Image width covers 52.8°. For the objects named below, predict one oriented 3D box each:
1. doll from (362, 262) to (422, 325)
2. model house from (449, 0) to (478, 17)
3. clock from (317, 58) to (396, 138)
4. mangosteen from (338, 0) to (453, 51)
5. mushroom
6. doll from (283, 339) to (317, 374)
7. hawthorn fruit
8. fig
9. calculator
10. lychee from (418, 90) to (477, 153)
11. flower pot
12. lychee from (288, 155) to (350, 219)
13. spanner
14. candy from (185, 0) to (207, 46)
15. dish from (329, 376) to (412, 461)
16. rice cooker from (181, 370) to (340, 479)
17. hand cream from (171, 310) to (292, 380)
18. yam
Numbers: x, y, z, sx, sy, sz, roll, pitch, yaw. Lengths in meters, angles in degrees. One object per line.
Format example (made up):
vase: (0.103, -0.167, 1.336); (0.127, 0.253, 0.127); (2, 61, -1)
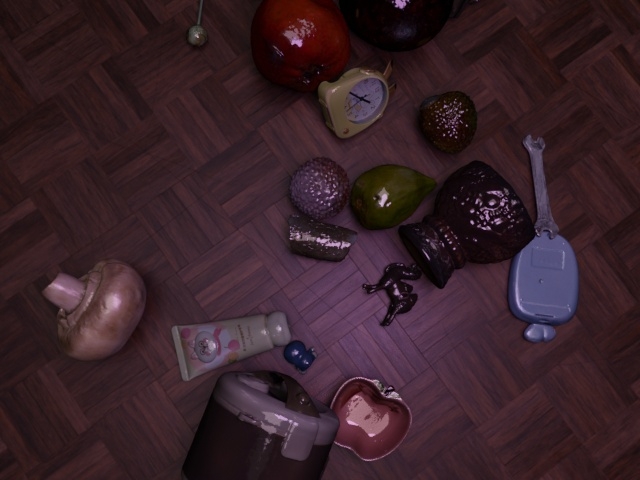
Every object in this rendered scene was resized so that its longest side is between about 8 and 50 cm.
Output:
doll: (0.204, 0.132, 1.710); (0.165, 0.057, 0.139); (-29, 82, -10)
model house: (0.450, -0.783, 1.762); (0.279, 0.218, 0.204); (-29, 86, -10)
clock: (0.113, -0.389, 1.726); (0.232, 0.170, 0.069); (-31, 46, -11)
mangosteen: (0.206, -0.664, 1.662); (0.306, 0.359, 0.305); (8, 54, -12)
mushroom: (-0.563, 0.155, 1.579); (0.234, 0.254, 0.260); (33, 38, -34)
doll: (-0.052, 0.298, 1.681); (0.083, 0.050, 0.076); (38, 79, 5)
hawthorn fruit: (-0.066, -0.545, 1.694); (0.265, 0.265, 0.307); (-23, 64, -5)
fig: (0.186, -0.129, 1.683); (0.234, 0.167, 0.167); (-37, 85, 1)
calculator: (0.600, 0.124, 1.730); (0.189, 0.042, 0.302); (6, 79, -2)
lychee: (0.346, -0.316, 1.725); (0.171, 0.171, 0.171); (0, 83, -2)
flower pot: (0.358, -0.026, 1.636); (0.267, 0.266, 0.266); (-36, 85, -1)
lychee: (-0.005, -0.141, 1.684); (0.165, 0.165, 0.197); (-27, 51, -5)
spanner: (0.602, -0.149, 1.762); (0.071, 0.017, 0.301); (-1, 76, -4)
candy: (-0.337, -0.633, 1.796); (0.061, 0.061, 0.202); (4, 75, -2)
dish: (0.121, 0.446, 1.648); (0.214, 0.090, 0.213); (0, 85, 0)
rice cooker: (-0.134, 0.474, 1.520); (0.335, 0.335, 0.325); (21, 86, 1)
hand cream: (-0.227, 0.257, 1.669); (0.306, 0.093, 0.147); (-15, 84, 5)
yam: (0.000, 0.000, 1.696); (0.183, 0.107, 0.107); (12, 82, -1)
